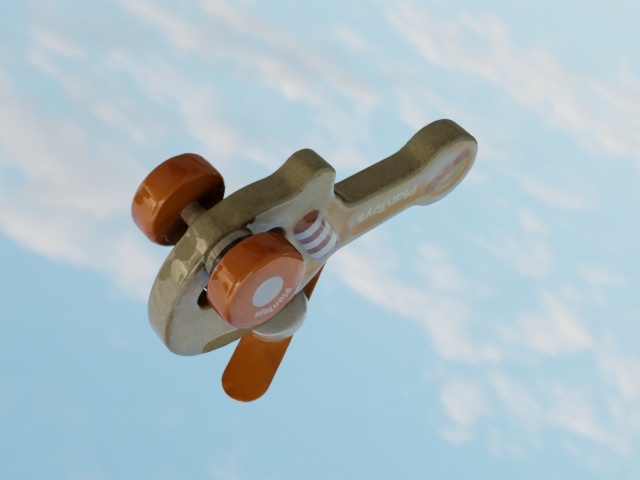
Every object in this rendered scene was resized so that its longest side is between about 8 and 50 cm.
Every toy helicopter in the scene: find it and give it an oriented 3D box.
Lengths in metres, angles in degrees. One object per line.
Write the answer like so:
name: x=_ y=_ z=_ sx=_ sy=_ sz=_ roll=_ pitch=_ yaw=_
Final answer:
toy helicopter: x=0.000 y=0.000 z=1.554 sx=0.355 sy=0.235 sz=0.140 roll=-29 pitch=-124 yaw=-28
